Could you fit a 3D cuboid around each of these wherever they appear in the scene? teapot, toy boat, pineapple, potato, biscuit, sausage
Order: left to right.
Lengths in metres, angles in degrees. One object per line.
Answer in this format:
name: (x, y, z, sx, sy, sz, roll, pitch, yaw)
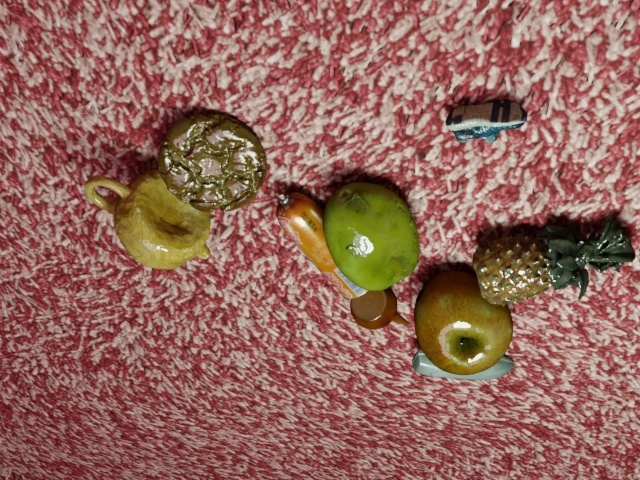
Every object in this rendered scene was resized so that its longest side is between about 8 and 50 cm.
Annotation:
teapot: (-0.351, -0.040, 1.809, 0.311, 0.203, 0.167, 29, 146, -28)
biscuit: (-0.212, -0.147, 1.720, 0.226, 0.042, 0.226, -2, 125, -3)
sausage: (0.000, 0.000, 1.857, 0.093, 0.093, 0.312, -17, 133, 30)
potato: (0.105, -0.004, 1.770, 0.186, 0.148, 0.253, -25, 126, 25)
teapot: (0.124, 0.152, 2.012, 0.173, 0.116, 0.116, 25, 148, 28)
toy boat: (0.354, 0.295, 2.152, 0.260, 0.085, 0.078, 5, 143, -10)
pineapple: (0.472, 0.045, 1.766, 0.310, 0.141, 0.170, -15, 106, 19)

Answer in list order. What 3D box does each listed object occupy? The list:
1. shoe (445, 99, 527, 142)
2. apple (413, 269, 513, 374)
shoe: (0.297, -0.206, 1.556, 0.143, 0.064, 0.071, -5, 138, 23)
apple: (0.309, 0.177, 1.933, 0.237, 0.207, 0.237, 0, 123, 0)
